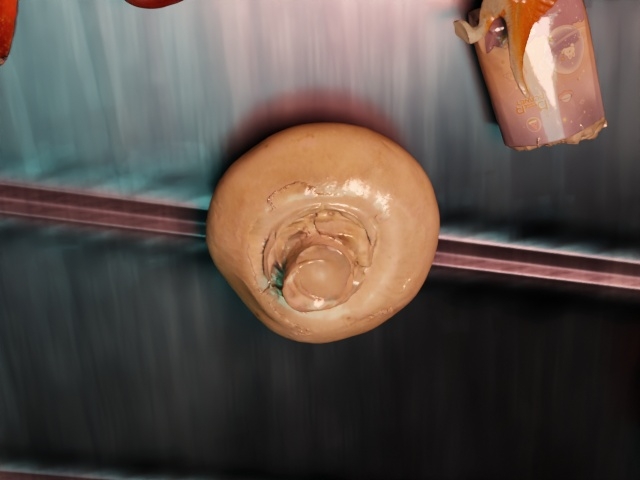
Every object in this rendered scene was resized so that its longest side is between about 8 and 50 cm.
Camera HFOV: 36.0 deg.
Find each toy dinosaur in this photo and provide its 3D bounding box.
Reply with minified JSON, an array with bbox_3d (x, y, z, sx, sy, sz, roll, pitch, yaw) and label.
[{"bbox_3d":[0.192,-0.251,0.963,0.142,0.057,0.212,-27,91,-17],"label":"toy dinosaur"}]

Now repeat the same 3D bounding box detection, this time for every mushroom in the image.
[{"bbox_3d":[0.000,0.000,1.022,0.246,0.202,0.246,2,115,5],"label":"mushroom"}]

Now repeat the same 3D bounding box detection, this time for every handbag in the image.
[{"bbox_3d":[0.231,-0.171,1.024,0.117,0.095,0.173,-17,112,9],"label":"handbag"}]

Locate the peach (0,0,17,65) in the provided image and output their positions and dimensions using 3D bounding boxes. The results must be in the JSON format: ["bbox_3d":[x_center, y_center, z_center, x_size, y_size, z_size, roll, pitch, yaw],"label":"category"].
[{"bbox_3d":[-0.384,-0.280,0.927,0.189,0.068,0.279,-26,115,9],"label":"peach"}]

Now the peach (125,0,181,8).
[{"bbox_3d":[-0.141,-0.293,0.910,0.152,0.152,0.152,-2,115,-5],"label":"peach"}]
